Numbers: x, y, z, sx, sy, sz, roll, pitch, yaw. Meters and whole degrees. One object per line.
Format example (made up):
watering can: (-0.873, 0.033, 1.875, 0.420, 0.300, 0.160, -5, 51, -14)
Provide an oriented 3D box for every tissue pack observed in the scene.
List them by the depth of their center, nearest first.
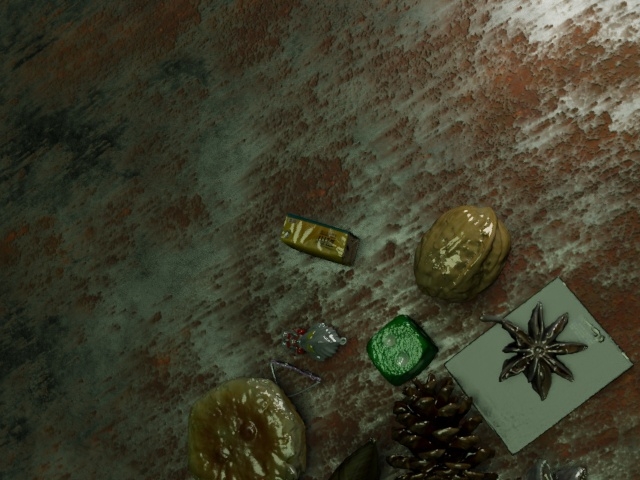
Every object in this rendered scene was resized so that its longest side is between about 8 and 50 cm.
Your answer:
tissue pack: (0.000, 0.000, 1.867, 0.169, 0.120, 0.082, 17, 86, 19)

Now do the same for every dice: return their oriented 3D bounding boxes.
dice: (0.188, 0.253, 1.763, 0.131, 0.128, 0.120, -43, 70, 9)

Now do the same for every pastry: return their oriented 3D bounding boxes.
pastry: (-0.175, 0.478, 1.838, 0.329, 0.136, 0.330, -2, 85, 23)

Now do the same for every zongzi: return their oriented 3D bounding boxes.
zongzi: (0.052, 0.567, 1.671, 0.112, 0.242, 0.221, 30, 53, 14)

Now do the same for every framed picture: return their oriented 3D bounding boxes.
framed picture: (0.486, 0.281, 1.722, 0.338, 0.014, 0.255, -40, 73, 9)

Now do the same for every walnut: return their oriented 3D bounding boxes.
walnut: (0.321, 0.031, 1.723, 0.198, 0.198, 0.245, 34, 96, 20)

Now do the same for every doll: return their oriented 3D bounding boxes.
doll: (-0.019, 0.249, 1.864, 0.180, 0.079, 0.094, -3, 81, 30)

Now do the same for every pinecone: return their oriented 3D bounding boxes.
pinecone: (0.260, 0.445, 1.664, 0.244, 0.244, 0.309, -12, 61, 16)

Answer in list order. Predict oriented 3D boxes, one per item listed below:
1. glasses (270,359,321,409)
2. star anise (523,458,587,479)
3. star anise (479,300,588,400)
glasses: (-0.075, 0.361, 1.869, 0.139, 0.062, 0.104, 20, 90, 21)
star anise: (0.458, 0.606, 1.577, 0.117, 0.331, 0.332, 10, 83, 64)
star anise: (0.465, 0.232, 1.680, 0.209, 0.089, 0.231, -32, 79, -1)
